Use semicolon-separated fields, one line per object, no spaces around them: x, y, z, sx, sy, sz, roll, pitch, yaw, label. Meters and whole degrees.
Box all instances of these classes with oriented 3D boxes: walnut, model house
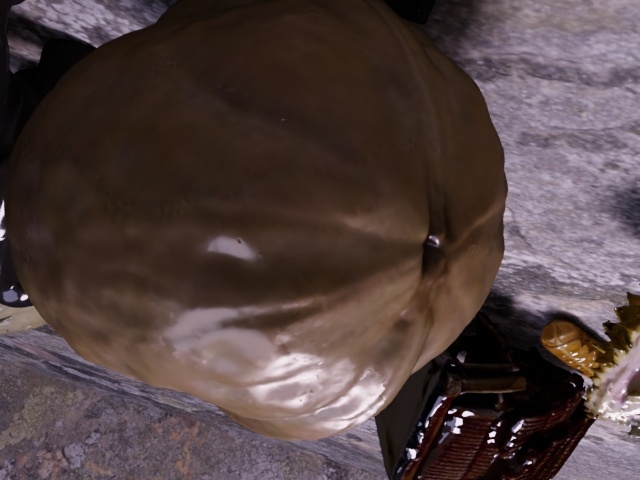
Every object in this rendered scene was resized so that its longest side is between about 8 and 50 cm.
-0.043;-0.025;0.823;0.381;0.381;0.381;17;163;6;walnut
0.242;0.212;1.507;0.283;0.297;0.317;11;129;-8;model house

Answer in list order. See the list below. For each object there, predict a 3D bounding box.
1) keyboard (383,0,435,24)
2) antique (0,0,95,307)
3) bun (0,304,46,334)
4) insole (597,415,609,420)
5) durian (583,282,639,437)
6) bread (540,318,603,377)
0.060;-0.189;0.736;0.053;0.010;0.155;20;163;1;keyboard
-0.322;-0.086;1.053;0.185;0.255;0.322;9;162;23;antique
-0.507;0.030;1.642;0.326;0.234;0.362;19;170;-19;bun
0.342;0.243;1.743;0.248;0.011;0.081;19;163;2;insole
0.394;0.069;0.957;0.305;0.185;0.195;8;141;21;durian
0.333;0.142;1.393;0.052;0.044;0.157;-6;151;42;bread
